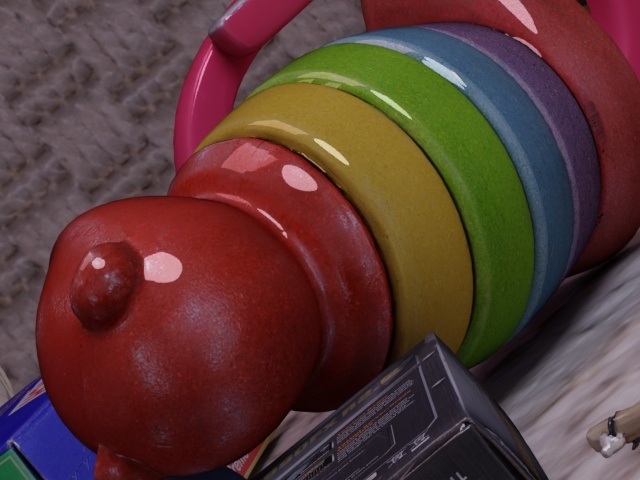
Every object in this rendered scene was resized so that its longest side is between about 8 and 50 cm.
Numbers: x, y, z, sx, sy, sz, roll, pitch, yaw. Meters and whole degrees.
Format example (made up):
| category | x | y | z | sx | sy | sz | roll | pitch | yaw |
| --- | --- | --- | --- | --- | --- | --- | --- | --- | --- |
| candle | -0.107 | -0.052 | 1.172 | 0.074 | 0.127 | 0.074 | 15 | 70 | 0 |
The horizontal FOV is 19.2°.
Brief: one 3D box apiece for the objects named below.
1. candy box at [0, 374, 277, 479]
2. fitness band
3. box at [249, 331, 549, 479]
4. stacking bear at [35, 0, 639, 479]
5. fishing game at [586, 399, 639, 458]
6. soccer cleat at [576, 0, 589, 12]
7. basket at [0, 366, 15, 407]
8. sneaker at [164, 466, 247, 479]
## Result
| category | x | y | z | sx | sy | sz | roll | pitch | yaw |
| --- | --- | --- | --- | --- | --- | --- | --- | --- | --- |
| candy box | -0.194 | 0.185 | 1.032 | 0.317 | 0.122 | 0.268 | -39 | 4 | 20 |
| fitness band | 0.055 | -0.078 | 1.008 | 0.291 | 0.209 | 0.054 | -41 | 11 | -17 |
| box | -0.027 | 0.135 | 0.642 | 0.231 | 0.056 | 0.183 | -39 | 4 | 3 |
| stacking bear | 0.000 | 0.000 | 0.791 | 0.164 | 0.175 | 0.289 | 23 | 37 | 33 |
| fishing game | 0.183 | -0.014 | 0.533 | 0.189 | 0.041 | 0.264 | -34 | -1 | 42 |
| soccer cleat | 0.161 | -0.109 | 1.193 | 0.121 | 0.093 | 0.289 | -35 | 2 | -41 |
| basket | -0.382 | 0.176 | 1.366 | 0.266 | 0.331 | 0.328 | -36 | 3 | -31 |
| sneaker | -0.111 | 0.180 | 0.786 | 0.232 | 0.081 | 0.090 | -41 | 12 | 29 |
